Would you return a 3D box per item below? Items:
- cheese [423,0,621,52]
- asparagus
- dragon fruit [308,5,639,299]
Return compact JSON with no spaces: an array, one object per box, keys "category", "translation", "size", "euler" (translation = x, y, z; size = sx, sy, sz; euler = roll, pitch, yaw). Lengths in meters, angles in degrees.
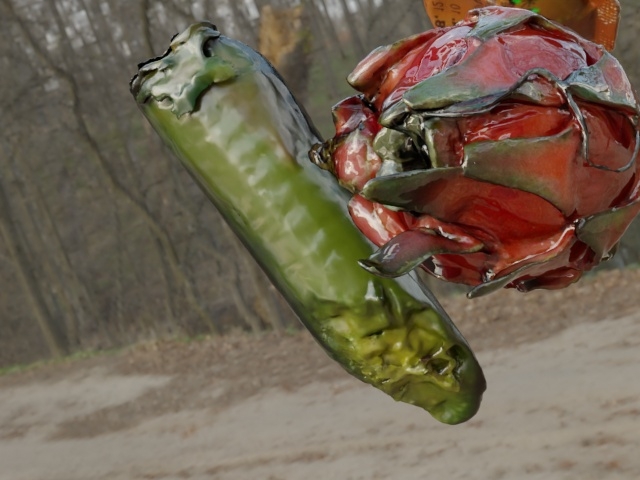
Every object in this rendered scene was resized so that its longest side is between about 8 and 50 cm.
[{"category":"cheese","translation":[0.146,-0.269,1.068],"size":[0.129,0.329,0.217],"euler":[-53,-26,-19]},{"category":"asparagus","translation":[0.000,0.000,0.844],"size":[0.108,0.382,0.128],"euler":[-36,-2,-3]},{"category":"dragon fruit","translation":[0.107,-0.054,0.681],"size":[0.193,0.192,0.274],"euler":[-53,-28,21]}]
